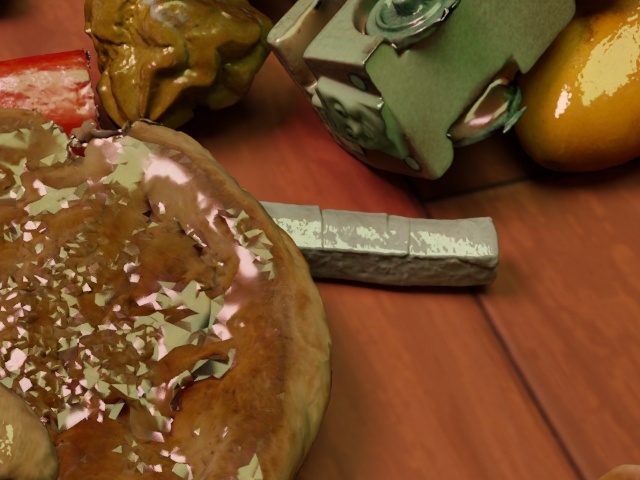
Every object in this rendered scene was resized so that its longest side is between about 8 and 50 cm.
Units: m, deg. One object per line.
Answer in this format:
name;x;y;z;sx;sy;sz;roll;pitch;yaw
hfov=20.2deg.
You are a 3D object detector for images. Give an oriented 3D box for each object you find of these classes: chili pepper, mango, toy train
chili pepper;-0.236;-0.078;1.226;0.168;0.065;0.088;-10;76;-13
mango;0.217;-0.132;1.347;0.144;0.112;0.219;25;60;14
toy train;0.109;-0.189;1.282;0.159;0.129;0.326;17;61;48

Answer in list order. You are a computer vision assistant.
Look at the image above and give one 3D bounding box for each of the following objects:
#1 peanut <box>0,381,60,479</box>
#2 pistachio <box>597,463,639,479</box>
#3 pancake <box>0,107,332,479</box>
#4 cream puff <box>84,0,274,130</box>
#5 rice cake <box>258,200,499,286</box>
peanut;-0.235;0.091;0.959;0.214;0.099;0.099;26;47;20
pistachio;0.215;0.246;0.906;0.230;0.230;0.309;-27;49;-32
pancake;-0.177;0.057;1.083;0.382;0.071;0.382;3;52;-4
cream puff;-0.110;-0.134;1.274;0.146;0.116;0.146;25;14;-7
rice cake;0.000;0.000;1.211;0.245;0.042;0.045;6;52;-7
